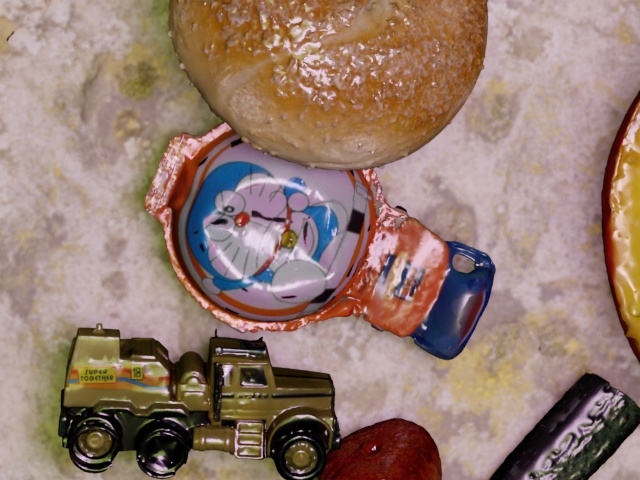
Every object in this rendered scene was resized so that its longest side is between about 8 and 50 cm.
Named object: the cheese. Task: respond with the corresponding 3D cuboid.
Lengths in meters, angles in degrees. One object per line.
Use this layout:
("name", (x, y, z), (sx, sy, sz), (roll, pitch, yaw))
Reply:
("cheese", (0.000, 0.000, 1.747), (0.329, 0.129, 0.217), (25, 94, -7))

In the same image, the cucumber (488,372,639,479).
("cucumber", (0.202, 0.230, 1.801), (0.074, 0.074, 0.241), (43, 90, -5))

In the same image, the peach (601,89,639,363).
("peach", (0.414, -0.027, 1.724), (0.306, 0.242, 0.380), (13, 106, 16))

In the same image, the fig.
("fig", (0.063, 0.247, 1.772), (0.119, 0.119, 0.153), (-16, 93, -3))

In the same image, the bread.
("bread", (0.018, -0.208, 1.677), (0.305, 0.159, 0.306), (9, 63, -19))

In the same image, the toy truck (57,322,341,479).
("toy truck", (-0.108, 0.144, 1.740), (0.257, 0.127, 0.127), (7, 102, -7))
